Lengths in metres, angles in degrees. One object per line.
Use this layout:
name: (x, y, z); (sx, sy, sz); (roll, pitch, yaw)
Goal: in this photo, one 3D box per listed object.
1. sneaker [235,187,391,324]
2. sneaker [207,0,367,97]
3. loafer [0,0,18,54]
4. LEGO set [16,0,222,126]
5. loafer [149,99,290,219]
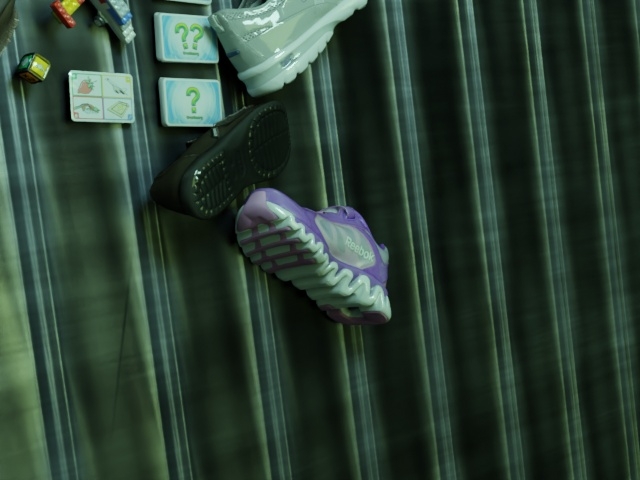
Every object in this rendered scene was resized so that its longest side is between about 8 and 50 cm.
sneaker: (0.000, 0.000, 1.410); (0.236, 0.095, 0.104); (40, 56, -40)
sneaker: (-0.012, -0.283, 1.389); (0.115, 0.105, 0.281); (50, 55, -23)
loafer: (-0.368, -0.096, 1.064); (0.366, 0.134, 0.130); (-60, 162, -27)
LEGO set: (-0.184, -0.205, 1.259); (0.244, 0.060, 0.182); (-3, 90, -45)
loafer: (-0.102, -0.090, 1.321); (0.220, 0.078, 0.080); (-39, 128, -55)
